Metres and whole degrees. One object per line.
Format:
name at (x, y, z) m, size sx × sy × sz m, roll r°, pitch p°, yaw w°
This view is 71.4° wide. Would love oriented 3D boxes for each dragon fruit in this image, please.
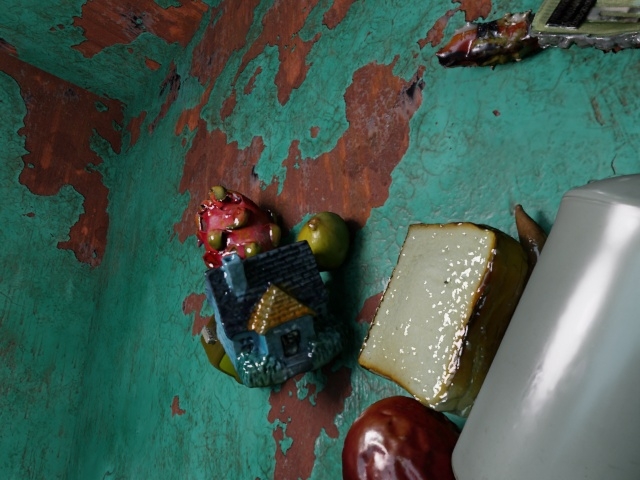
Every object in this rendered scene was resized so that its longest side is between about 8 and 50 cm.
dragon fruit at (-0.244, -0.017, 1.234) m, size 0.307 × 0.227 × 0.243 m, roll 19°, pitch 59°, yaw 20°

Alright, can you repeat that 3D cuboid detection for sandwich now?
sandwich at (0.201, 0.115, 0.750) m, size 0.271 × 0.099 × 0.301 m, roll 9°, pitch 76°, yaw 65°

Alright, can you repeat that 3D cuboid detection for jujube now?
jujube at (0.165, 0.391, 0.660) m, size 0.223 × 0.223 × 0.318 m, roll -53°, pitch 55°, yaw 19°

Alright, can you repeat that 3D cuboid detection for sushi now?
sushi at (0.342, -0.386, 0.863) m, size 0.226 × 0.097 × 0.103 m, roll 3°, pitch 83°, yaw 33°

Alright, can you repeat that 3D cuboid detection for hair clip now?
hair clip at (0.499, -0.339, 0.678) m, size 0.321 × 0.091 × 0.138 m, roll 23°, pitch 80°, yaw 48°

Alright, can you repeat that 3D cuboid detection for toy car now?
toy car at (-0.206, 0.243, 1.123) m, size 0.204 × 0.198 × 0.248 m, roll -58°, pitch 41°, yaw 14°

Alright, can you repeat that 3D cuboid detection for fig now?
fig at (0.008, 0.002, 1.056) m, size 0.136 × 0.121 × 0.153 m, roll 33°, pitch 123°, yaw 43°

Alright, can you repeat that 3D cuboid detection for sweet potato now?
sweet potato at (0.334, 0.077, 0.713) m, size 0.067 × 0.059 × 0.281 m, roll -10°, pitch 64°, yaw 67°

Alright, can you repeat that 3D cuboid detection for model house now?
model house at (-0.087, 0.123, 0.935) m, size 0.226 × 0.261 × 0.241 m, roll 38°, pitch 141°, yaw 52°

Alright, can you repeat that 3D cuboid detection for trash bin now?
trash bin at (0.354, 0.137, 0.512) m, size 0.280 × 0.280 × 0.432 m, roll 33°, pitch 103°, yaw 48°
